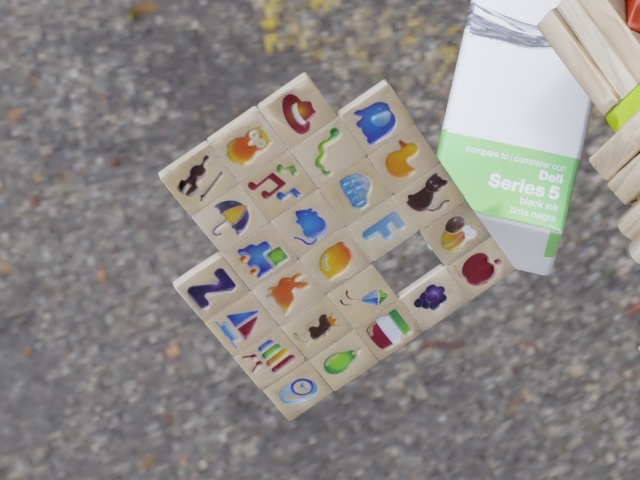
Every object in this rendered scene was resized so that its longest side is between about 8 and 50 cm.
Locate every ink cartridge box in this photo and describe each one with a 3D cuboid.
[{"bbox_3d":[0.171,-0.128,1.544,0.115,0.198,0.273,13,80,6],"label":"ink cartridge box"}]

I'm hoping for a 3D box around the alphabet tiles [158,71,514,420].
[{"bbox_3d":[0.000,0.000,1.275,0.198,0.237,0.009,-34,36,5],"label":"alphabet tiles"}]

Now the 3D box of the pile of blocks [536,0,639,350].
[{"bbox_3d":[0.270,-0.053,1.251,0.112,0.149,0.362,-47,47,48],"label":"pile of blocks"}]
